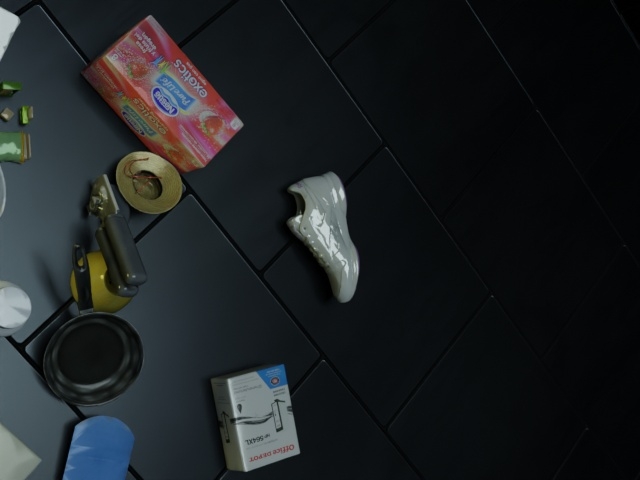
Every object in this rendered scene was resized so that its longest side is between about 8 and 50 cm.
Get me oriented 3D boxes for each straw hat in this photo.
[{"bbox_3d":[-0.365,-0.111,2.055,0.144,0.061,0.144,10,65,-22],"label":"straw hat"}]

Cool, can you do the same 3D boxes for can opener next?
[{"bbox_3d":[-0.390,-0.013,1.944,0.095,0.076,0.283,6,45,-42],"label":"can opener"}]

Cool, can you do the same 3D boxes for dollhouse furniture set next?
[{"bbox_3d":[-0.600,-0.229,1.915,0.076,0.058,0.151,-1,85,-33],"label":"dollhouse furniture set"}]

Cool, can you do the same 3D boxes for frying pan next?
[{"bbox_3d":[-0.474,0.179,1.912,0.197,0.053,0.326,-33,115,-14],"label":"frying pan"}]

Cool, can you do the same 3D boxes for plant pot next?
[{"bbox_3d":[-0.421,0.081,1.974,0.134,0.095,0.134,5,81,-33],"label":"plant pot"}]

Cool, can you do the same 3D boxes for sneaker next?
[{"bbox_3d":[0.000,0.000,2.270,0.152,0.114,0.305,-11,86,-20],"label":"sneaker"}]

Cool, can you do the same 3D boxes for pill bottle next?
[{"bbox_3d":[-0.594,0.126,1.801,0.103,0.184,0.103,5,81,-33],"label":"pill bottle"}]

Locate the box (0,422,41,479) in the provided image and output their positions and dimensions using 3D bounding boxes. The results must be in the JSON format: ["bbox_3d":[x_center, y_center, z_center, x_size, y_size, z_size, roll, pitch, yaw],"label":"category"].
[{"bbox_3d":[-0.643,0.362,1.763,0.232,0.148,0.127,50,62,-18],"label":"box"}]

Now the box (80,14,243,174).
[{"bbox_3d":[-0.329,-0.295,2.047,0.300,0.154,0.142,50,62,-20],"label":"box"}]

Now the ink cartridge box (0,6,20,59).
[{"bbox_3d":[-0.737,-0.424,1.799,0.353,0.119,0.207,28,78,-28],"label":"ink cartridge box"}]

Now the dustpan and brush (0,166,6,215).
[{"bbox_3d":[-0.662,-0.155,1.861,0.147,0.060,0.211,12,64,-39],"label":"dustpan and brush"}]

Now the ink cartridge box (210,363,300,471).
[{"bbox_3d":[-0.140,0.382,2.129,0.148,0.086,0.203,-11,90,-34],"label":"ink cartridge box"}]

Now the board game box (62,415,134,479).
[{"bbox_3d":[-0.446,0.431,1.956,0.133,0.033,0.168,18,80,-36],"label":"board game box"}]
